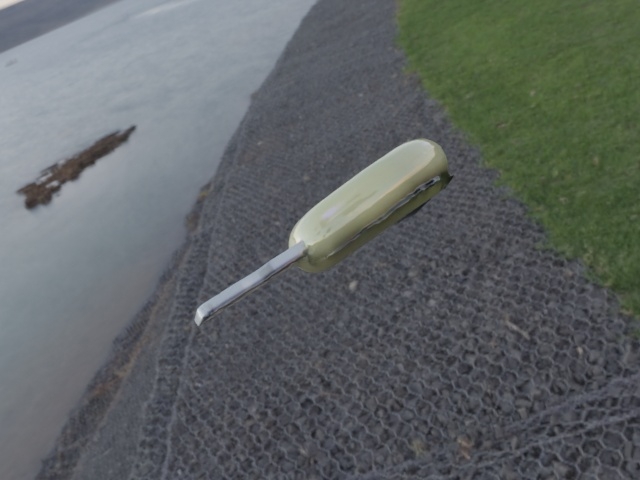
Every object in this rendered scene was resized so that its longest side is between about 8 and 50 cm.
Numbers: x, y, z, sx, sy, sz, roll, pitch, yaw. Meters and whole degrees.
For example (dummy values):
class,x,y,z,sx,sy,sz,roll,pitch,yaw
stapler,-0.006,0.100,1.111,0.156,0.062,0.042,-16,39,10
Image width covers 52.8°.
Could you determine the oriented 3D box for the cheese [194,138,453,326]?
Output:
class,x,y,z,sx,sy,sz,roll,pitch,yaw
cheese,0.000,0.000,0.553,0.252,0.054,0.127,-32,-9,-27
